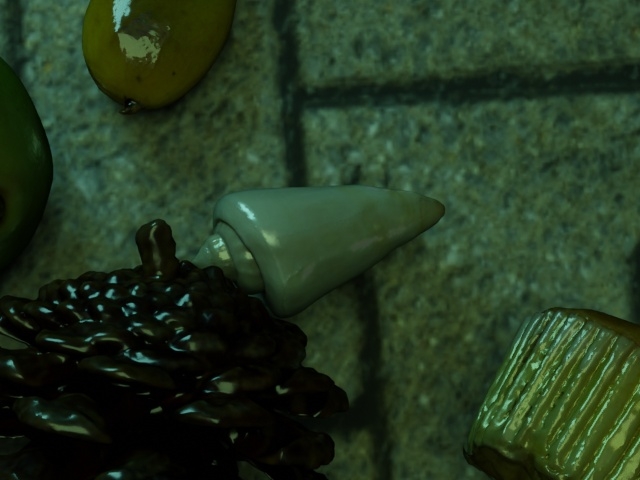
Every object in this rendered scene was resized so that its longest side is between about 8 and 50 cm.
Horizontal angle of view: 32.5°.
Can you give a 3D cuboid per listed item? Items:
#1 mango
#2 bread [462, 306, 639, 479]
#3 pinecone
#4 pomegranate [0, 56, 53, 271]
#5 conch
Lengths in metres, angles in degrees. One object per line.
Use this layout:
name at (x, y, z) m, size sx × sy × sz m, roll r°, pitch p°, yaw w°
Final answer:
mango at (-0.113, -0.172, 0.806) m, size 0.101 × 0.066 × 0.187 m, roll 24°, pitch 69°, yaw 0°
bread at (0.218, 0.149, 0.705) m, size 0.250 × 0.179 × 0.133 m, roll 34°, pitch 74°, yaw 3°
pinecone at (-0.108, 0.143, 0.669) m, size 0.244 × 0.244 × 0.309 m, roll 17°, pitch 94°, yaw -1°
pomegranate at (-0.283, -0.034, 0.726) m, size 0.241 × 0.159 × 0.190 m, roll -26°, pitch 72°, yaw 19°
conch at (-0.006, -0.011, 0.759) m, size 0.176 × 0.104 × 0.094 m, roll -31°, pitch 85°, yaw -18°
